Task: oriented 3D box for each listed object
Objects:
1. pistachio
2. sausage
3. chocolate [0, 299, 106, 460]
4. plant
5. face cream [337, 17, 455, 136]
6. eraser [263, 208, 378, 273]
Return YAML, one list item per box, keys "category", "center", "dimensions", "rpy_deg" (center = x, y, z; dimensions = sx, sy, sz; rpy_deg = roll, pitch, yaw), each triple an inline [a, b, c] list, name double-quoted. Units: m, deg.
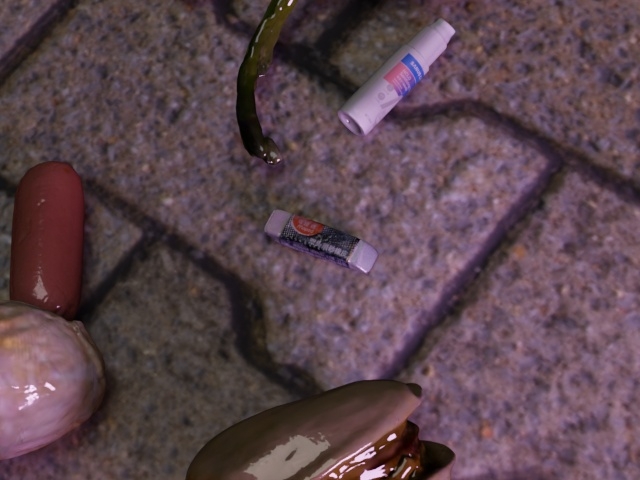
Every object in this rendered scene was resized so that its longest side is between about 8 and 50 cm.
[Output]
- category: "pistachio"
  center: [-0.004, 0.178, 1.178]
  dimensions: [0.206, 0.131, 0.129]
  rpy_deg: [-24, 104, -7]
- category: "sausage"
  center: [-0.233, 0.006, 1.353]
  dimensions: [0.062, 0.062, 0.154]
  rpy_deg: [-8, 60, 8]
- category: "chocolate"
  center: [-0.324, 0.118, 1.249]
  dimensions: [0.309, 0.134, 0.134]
  rpy_deg: [-5, 59, -12]
- category: "plant"
  center: [-0.004, -0.269, 1.391]
  dimensions: [0.333, 0.180, 0.251]
  rpy_deg: [-37, 48, -8]
- category: "face cream"
  center: [0.070, -0.146, 1.384]
  dimensions: [0.034, 0.034, 0.130]
  rpy_deg: [36, 74, 27]
- category: "eraser"
  center: [0.000, 0.000, 1.327]
  dimensions: [0.099, 0.019, 0.027]
  rpy_deg: [20, 68, 23]
